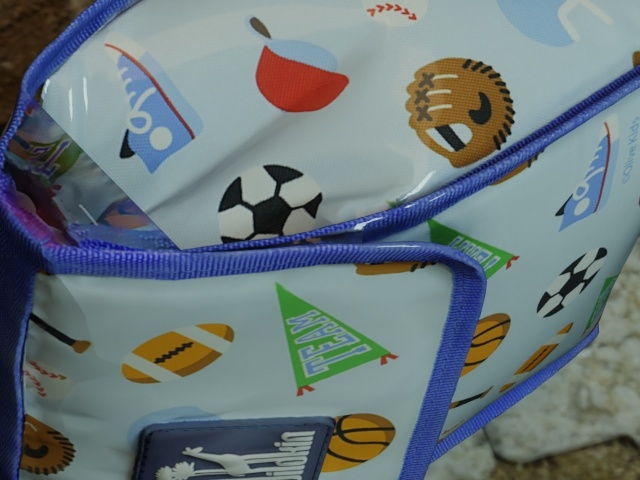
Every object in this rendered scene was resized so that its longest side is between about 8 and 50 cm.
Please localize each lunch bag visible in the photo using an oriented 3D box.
[{"bbox_3d":[0.000,0.000,0.935,0.385,0.328,0.239,-31,65,-29],"label":"lunch bag"}]
